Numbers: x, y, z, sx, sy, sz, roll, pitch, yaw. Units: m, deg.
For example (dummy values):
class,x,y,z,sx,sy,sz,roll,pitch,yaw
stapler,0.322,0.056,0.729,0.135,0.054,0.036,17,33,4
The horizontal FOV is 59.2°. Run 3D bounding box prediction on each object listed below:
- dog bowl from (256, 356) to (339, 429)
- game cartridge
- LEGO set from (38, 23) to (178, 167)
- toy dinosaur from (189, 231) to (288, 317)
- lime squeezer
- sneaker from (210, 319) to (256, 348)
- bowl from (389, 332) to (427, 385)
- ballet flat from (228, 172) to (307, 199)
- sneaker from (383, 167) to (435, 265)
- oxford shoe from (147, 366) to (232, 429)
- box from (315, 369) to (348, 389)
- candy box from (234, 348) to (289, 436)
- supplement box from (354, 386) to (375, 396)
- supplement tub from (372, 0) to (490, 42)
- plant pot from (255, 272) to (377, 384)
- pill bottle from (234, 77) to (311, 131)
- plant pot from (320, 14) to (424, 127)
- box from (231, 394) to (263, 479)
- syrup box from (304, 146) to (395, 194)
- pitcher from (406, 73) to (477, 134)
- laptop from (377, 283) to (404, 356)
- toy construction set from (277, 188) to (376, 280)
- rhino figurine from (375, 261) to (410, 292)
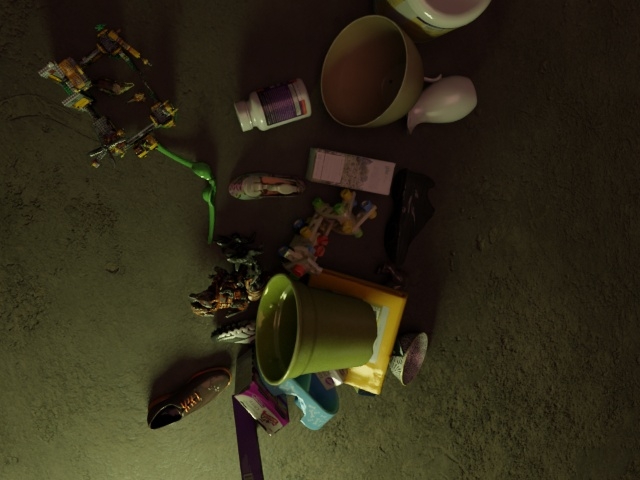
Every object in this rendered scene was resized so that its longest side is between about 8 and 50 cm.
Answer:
class,x,y,z,sx,sy,sz,roll,pitch,yaw
dog bowl,-0.054,0.401,1.592,0.074,0.166,0.297,-33,111,22
game cartridge,0.076,0.260,1.624,0.285,0.052,0.324,16,109,12
LEGO set,-0.521,-0.364,1.397,0.254,0.192,0.332,-28,101,-4
toy dinosaur,-0.217,0.099,1.593,0.321,0.164,0.219,-32,125,-39
lime squeezer,-0.335,-0.143,1.552,0.109,0.059,0.311,-28,105,-5
sneaker,-0.199,0.281,1.643,0.234,0.078,0.106,-13,100,-11
bowl,0.255,0.348,1.727,0.080,0.170,0.170,20,98,30
ballet flat,-0.145,-0.150,1.575,0.221,0.079,0.077,-1,101,-10
sneaker,0.270,-0.063,1.662,0.130,0.109,0.287,7,101,-18
oxford shoe,-0.375,0.465,1.631,0.271,0.098,0.097,-32,104,-4
box,-0.039,0.273,1.606,0.063,0.067,0.324,-32,95,24
candy box,-0.168,0.421,1.593,0.071,0.233,0.159,-37,103,3
supplement box,0.140,0.422,1.730,0.056,0.083,0.084,12,98,-13
supplement tub,0.274,-0.643,1.437,0.240,0.331,0.241,-2,101,-11
plant pot,-0.003,0.233,1.458,0.253,0.276,0.276,8,99,-27
pill bottle,-0.130,-0.362,1.525,0.193,0.108,0.108,-19,103,-7
plant pot,0.168,-0.431,1.512,0.190,0.284,0.285,2,102,-47
box,-0.194,0.601,1.562,0.057,0.293,0.201,-9,130,-9
syrup box,0.084,-0.197,1.602,0.236,0.096,0.093,9,99,-13
pitcher,0.324,-0.415,1.606,0.206,0.125,0.178,-18,88,4
laptop,0.079,0.262,1.662,0.136,0.264,0.235,-31,108,-42
toy construction set,0.000,0.000,1.541,0.328,0.214,0.151,-50,126,-39
rhino figurine,0.193,0.185,1.704,0.106,0.073,0.244,19,104,-9
